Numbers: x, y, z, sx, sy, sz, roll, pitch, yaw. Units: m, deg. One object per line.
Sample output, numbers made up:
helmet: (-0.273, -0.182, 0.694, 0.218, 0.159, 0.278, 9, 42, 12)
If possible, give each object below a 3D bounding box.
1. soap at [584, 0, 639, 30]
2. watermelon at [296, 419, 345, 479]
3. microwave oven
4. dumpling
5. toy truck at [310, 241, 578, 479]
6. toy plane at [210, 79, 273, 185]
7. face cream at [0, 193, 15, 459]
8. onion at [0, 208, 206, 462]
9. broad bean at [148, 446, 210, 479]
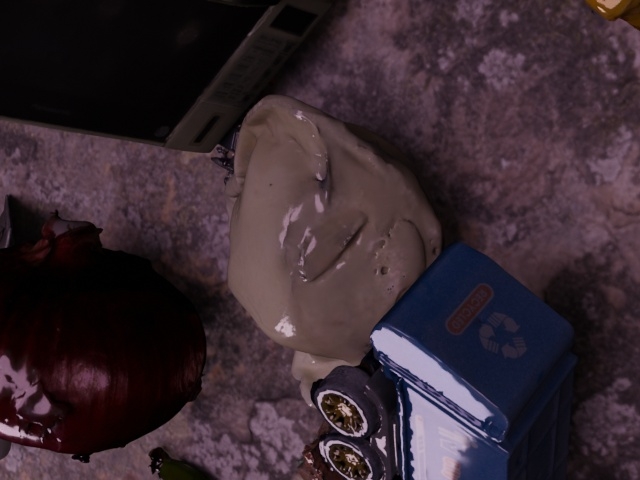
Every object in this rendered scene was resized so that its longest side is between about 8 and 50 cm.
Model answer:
soap: (0.282, -0.345, 0.903, 0.204, 0.096, 0.324, 47, 118, 18)
watermelon: (0.020, 0.248, 1.176, 0.155, 0.080, 0.101, 50, 129, -2)
microwave oven: (-0.237, -0.265, 1.030, 0.247, 0.394, 0.333, -41, 63, 29)
dumpling: (0.000, 0.000, 1.102, 0.243, 0.187, 0.318, 20, 127, 56)
toy truck: (0.106, 0.179, 0.985, 0.175, 0.146, 0.367, 22, 137, 29)
toy plane: (-0.099, -0.114, 1.194, 0.188, 0.062, 0.135, 24, 110, 27)
face cream: (-0.393, 0.111, 1.388, 0.143, 0.089, 0.314, -127, 45, -66)
onion: (-0.263, 0.093, 1.185, 0.314, 0.314, 0.232, 18, 108, 28)
broad bean: (-0.087, 0.324, 1.264, 0.297, 0.043, 0.060, 46, 129, 19)
